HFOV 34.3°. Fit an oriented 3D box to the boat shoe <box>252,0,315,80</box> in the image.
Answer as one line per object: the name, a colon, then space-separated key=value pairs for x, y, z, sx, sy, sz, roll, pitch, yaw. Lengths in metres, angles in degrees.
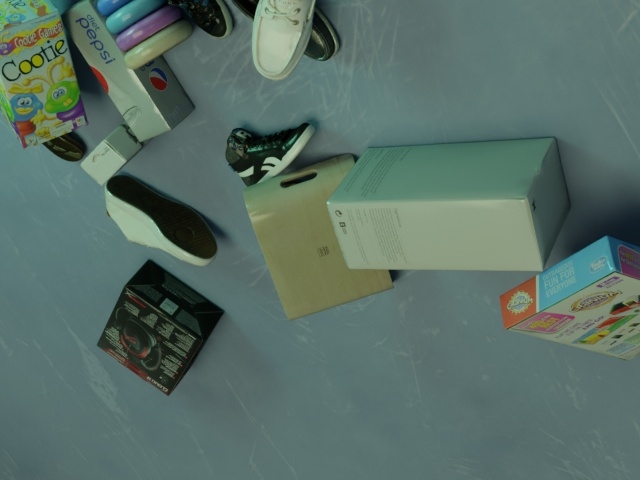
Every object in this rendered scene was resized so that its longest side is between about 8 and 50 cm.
boat shoe: x=-0.055 y=-0.392 z=1.667 sx=0.098 sy=0.096 sz=0.277 roll=16 pitch=105 yaw=3

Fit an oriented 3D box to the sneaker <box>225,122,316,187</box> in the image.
sneaker: x=-0.110 y=-0.181 z=1.962 sx=0.121 sy=0.079 sz=0.217 roll=43 pitch=135 yaw=-7

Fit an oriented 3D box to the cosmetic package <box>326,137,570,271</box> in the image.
cosmetic package: x=0.221 y=-0.061 z=1.786 sx=0.365 sy=0.197 sz=0.155 roll=2 pitch=126 yaw=31

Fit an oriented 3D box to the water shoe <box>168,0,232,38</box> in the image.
water shoe: x=-0.242 y=-0.431 z=1.834 sx=0.073 sy=0.080 sz=0.203 roll=-27 pitch=109 yaw=42

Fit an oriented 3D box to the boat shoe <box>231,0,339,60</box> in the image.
boat shoe: x=-0.079 y=-0.393 z=1.771 sx=0.254 sy=0.079 sz=0.095 roll=44 pitch=131 yaw=-10

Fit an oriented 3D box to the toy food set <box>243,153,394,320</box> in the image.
toy food set: x=0.000 y=0.000 z=2.005 sx=0.219 sy=0.092 sz=0.306 roll=-18 pitch=118 yaw=3

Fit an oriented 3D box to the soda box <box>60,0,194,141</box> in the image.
soda box: x=-0.368 y=-0.337 z=1.978 sx=0.098 sy=0.091 sz=0.286 roll=-13 pitch=118 yaw=38

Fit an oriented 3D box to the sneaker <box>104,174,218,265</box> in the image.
sneaker: x=-0.341 y=-0.023 z=2.220 sx=0.290 sy=0.106 sz=0.123 roll=36 pitch=140 yaw=15

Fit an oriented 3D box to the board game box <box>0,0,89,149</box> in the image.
board game box: x=-0.562 y=-0.339 z=1.989 sx=0.144 sy=0.142 sz=0.275 roll=50 pitch=156 yaw=36

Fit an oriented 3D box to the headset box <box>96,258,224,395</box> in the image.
headset box: x=-0.383 y=0.216 z=2.424 sx=0.218 sy=0.110 sz=0.293 roll=35 pitch=135 yaw=2

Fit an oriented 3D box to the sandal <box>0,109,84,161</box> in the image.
sandal: x=-0.591 y=-0.253 z=2.206 sx=0.219 sy=0.060 sz=0.090 roll=35 pitch=143 yaw=-20

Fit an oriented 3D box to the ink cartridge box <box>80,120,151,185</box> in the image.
ink cartridge box: x=-0.395 y=-0.190 z=2.070 sx=0.063 sy=0.150 sz=0.109 roll=45 pitch=134 yaw=-10

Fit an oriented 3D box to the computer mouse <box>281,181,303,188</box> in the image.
computer mouse: x=-0.041 y=-0.032 z=2.073 sx=0.106 sy=0.042 sz=0.193 roll=-13 pitch=113 yaw=32

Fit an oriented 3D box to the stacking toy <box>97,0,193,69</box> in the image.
stacking toy: x=-0.369 y=-0.479 z=1.852 sx=0.141 sy=0.141 sz=0.330 roll=-21 pitch=106 yaw=40

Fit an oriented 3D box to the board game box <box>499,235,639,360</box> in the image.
board game box: x=0.498 y=0.105 z=1.731 sx=0.316 sy=0.064 sz=0.242 roll=16 pitch=145 yaw=-33
